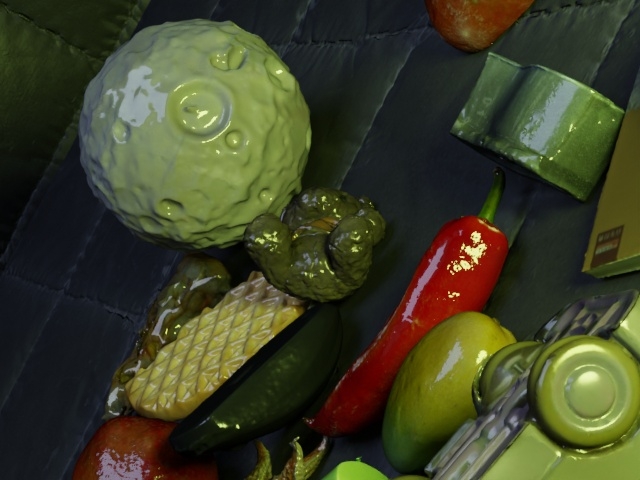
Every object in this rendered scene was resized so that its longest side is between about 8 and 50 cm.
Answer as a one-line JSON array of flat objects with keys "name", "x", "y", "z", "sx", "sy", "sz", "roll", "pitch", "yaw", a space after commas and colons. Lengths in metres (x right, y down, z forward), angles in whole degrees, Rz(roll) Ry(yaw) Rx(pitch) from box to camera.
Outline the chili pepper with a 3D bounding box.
[{"name": "chili pepper", "x": 0.099, "y": 0.086, "z": 1.787, "sx": 0.368, "sy": 0.092, "sz": 0.137, "roll": -52, "pitch": 30, "yaw": 11}]

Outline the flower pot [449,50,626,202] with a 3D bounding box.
[{"name": "flower pot", "x": 0.229, "y": -0.126, "z": 1.772, "sx": 0.108, "sy": 0.103, "sz": 0.229, "roll": -60, "pitch": 23, "yaw": 1}]

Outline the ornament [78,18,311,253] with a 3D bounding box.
[{"name": "ornament", "x": -0.178, "y": -0.153, "z": 2.343, "sx": 0.337, "sy": 0.337, "sz": 0.337, "roll": -45, "pitch": 26, "yaw": 30}]

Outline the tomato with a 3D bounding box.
[{"name": "tomato", "x": 0.210, "y": -0.361, "z": 2.114, "sx": 0.237, "sy": 0.095, "sz": 0.236, "roll": -46, "pitch": 26, "yaw": 30}]

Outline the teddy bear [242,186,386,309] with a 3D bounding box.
[{"name": "teddy bear", "x": 0.000, "y": 0.000, "z": 2.081, "sx": 0.177, "sy": 0.140, "sz": 0.190, "roll": -5, "pitch": 33, "yaw": 13}]

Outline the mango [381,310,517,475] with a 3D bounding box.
[{"name": "mango", "x": 0.125, "y": 0.156, "z": 1.672, "sx": 0.194, "sy": 0.092, "sz": 0.130, "roll": -62, "pitch": 23, "yaw": 18}]

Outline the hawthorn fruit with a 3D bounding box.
[{"name": "hawthorn fruit", "x": -0.220, "y": 0.332, "z": 2.044, "sx": 0.189, "sy": 0.189, "sz": 0.251, "roll": -42, "pitch": 31, "yaw": 36}]

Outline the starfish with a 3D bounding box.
[{"name": "starfish", "x": -0.077, "y": 0.340, "z": 1.862, "sx": 0.293, "sy": 0.084, "sz": 0.301, "roll": -65, "pitch": 19, "yaw": -10}]

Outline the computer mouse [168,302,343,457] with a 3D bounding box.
[{"name": "computer mouse", "x": -0.061, "y": 0.183, "z": 1.964, "sx": 0.270, "sy": 0.086, "sz": 0.137, "roll": -41, "pitch": 5, "yaw": -26}]

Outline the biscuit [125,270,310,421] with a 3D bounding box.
[{"name": "biscuit", "x": -0.121, "y": 0.132, "z": 2.137, "sx": 0.309, "sy": 0.040, "sz": 0.204, "roll": -39, "pitch": 24, "yaw": -2}]

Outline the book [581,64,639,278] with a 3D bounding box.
[{"name": "book", "x": 0.389, "y": -0.154, "z": 1.569, "sx": 0.269, "sy": 0.032, "sz": 0.389, "roll": -23, "pitch": 42, "yaw": 55}]

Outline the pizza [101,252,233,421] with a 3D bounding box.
[{"name": "pizza", "x": -0.239, "y": 0.143, "z": 2.453, "sx": 0.297, "sy": 0.071, "sz": 0.189, "roll": -56, "pitch": 23, "yaw": 9}]

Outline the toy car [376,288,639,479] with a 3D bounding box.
[{"name": "toy car", "x": 0.189, "y": 0.223, "z": 1.333, "sx": 0.336, "sy": 0.226, "sz": 0.242, "roll": -46, "pitch": 2, "yaw": -10}]

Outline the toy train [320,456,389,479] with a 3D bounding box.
[{"name": "toy train", "x": 0.002, "y": 0.311, "z": 1.634, "sx": 0.253, "sy": 0.157, "sz": 0.105, "roll": -44, "pitch": 28, "yaw": 32}]
